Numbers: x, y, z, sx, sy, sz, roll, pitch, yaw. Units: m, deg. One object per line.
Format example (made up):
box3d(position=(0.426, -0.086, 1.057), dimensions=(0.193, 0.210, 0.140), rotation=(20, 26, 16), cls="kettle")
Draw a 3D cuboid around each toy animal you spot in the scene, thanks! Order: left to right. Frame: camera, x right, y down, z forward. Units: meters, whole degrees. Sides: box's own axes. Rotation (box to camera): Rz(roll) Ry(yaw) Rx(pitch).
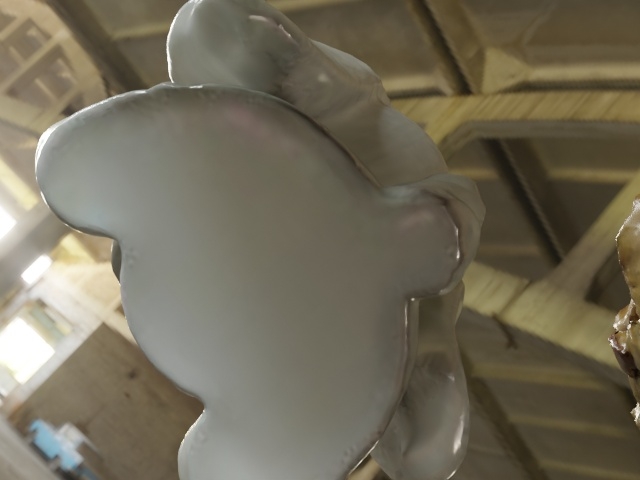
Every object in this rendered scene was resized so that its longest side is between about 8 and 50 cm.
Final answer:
box3d(position=(0.000, 0.000, 0.583), dimensions=(0.271, 0.206, 0.265), rotation=(64, 16, -1), cls="toy animal")

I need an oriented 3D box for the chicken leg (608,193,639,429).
box3d(position=(0.300, 0.092, 0.651), dimensions=(0.295, 0.182, 0.409), rotation=(51, 4, -20), cls="chicken leg")
